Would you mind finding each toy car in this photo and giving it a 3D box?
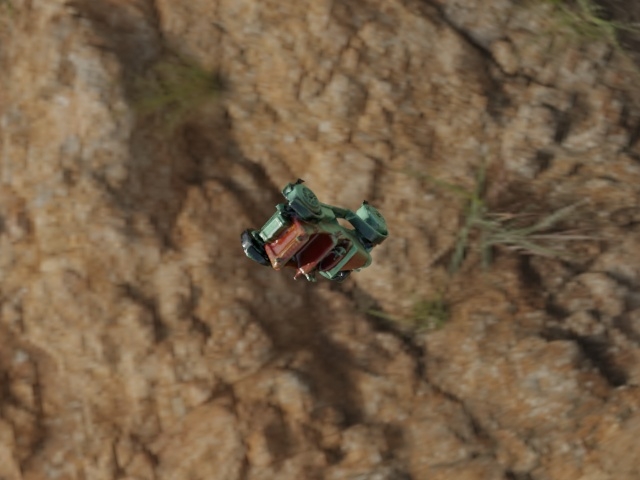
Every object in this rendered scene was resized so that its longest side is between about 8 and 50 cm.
[{"bbox_3d":[0.000,0.000,1.269,0.073,0.143,0.054,-45,60,18],"label":"toy car"}]
